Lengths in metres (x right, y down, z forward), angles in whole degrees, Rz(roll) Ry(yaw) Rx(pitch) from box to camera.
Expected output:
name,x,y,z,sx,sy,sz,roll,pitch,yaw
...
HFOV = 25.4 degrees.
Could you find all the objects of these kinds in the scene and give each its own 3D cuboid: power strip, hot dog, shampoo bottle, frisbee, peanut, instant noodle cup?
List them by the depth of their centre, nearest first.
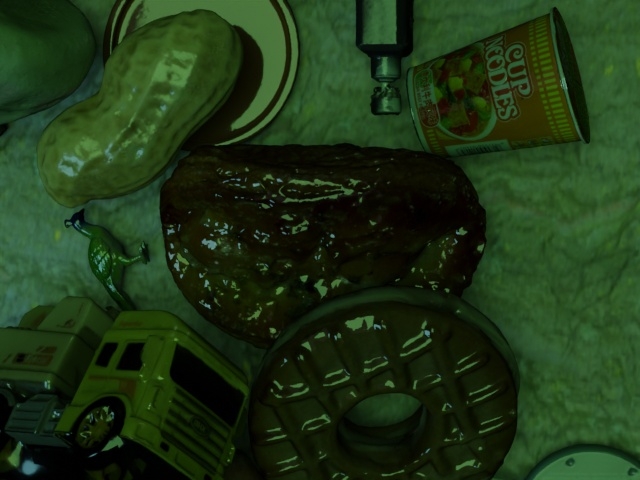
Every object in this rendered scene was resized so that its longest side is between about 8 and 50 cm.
name,x,y,z,sx,sy,sz,roll,pitch,yaw
instant noodle cup,0.205,-0.170,1.655,0.185,0.168,0.168,-12,91,18
hot dog,0.000,0.000,1.662,0.387,0.174,0.267,2,128,7
shampoo bottle,0.079,-0.304,1.687,0.071,0.098,0.310,-1,92,8
peanut,-0.219,-0.155,1.702,0.147,0.147,0.305,43,101,4
power strip,0.312,0.313,1.707,0.216,0.044,0.137,1,92,7
frisbee,-0.148,-0.234,1.761,0.250,0.021,0.251,0,92,9

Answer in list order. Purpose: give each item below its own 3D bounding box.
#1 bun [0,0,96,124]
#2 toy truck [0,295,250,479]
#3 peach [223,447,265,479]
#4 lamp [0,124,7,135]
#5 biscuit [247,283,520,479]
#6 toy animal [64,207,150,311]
name,x,y,z,sx,sy,sz,roll,pitch,yaw
bun,-0.420,-0.223,1.674,0.293,0.293,0.187,29,114,6
toy truck,-0.270,0.186,1.640,0.405,0.180,0.254,-3,57,41
peach,-0.138,0.339,1.689,0.232,0.232,0.233,0,92,8
lamp,-0.445,-0.114,1.801,0.121,0.041,0.054,-44,95,4
biscuit,0.074,0.197,1.642,0.332,0.103,0.332,-3,121,-5
toy animal,-0.236,0.048,1.776,0.075,0.041,0.217,-32,92,9
